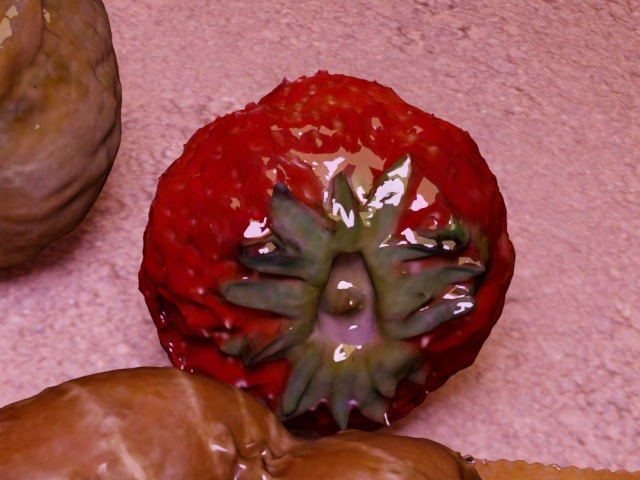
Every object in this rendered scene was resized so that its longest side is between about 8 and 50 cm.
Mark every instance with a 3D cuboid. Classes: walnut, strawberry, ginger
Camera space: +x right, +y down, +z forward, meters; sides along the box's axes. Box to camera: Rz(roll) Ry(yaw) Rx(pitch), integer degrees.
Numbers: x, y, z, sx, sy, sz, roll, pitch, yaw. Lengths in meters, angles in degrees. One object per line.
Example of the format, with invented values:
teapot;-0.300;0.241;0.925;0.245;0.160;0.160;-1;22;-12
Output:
walnut;-0.261;-0.114;0.813;0.227;0.283;0.283;30;36;-25
strawberry;0.000;0.000;0.774;0.257;0.257;0.277;5;26;-9
ginger;-0.068;0.180;0.574;0.357;0.153;0.274;13;22;1

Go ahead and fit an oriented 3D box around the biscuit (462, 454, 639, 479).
biscuit;0.178;0.242;0.705;0.236;0.013;0.232;6;43;-9
